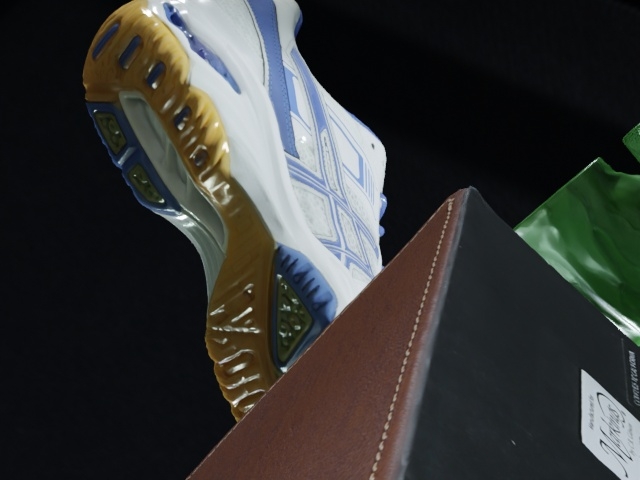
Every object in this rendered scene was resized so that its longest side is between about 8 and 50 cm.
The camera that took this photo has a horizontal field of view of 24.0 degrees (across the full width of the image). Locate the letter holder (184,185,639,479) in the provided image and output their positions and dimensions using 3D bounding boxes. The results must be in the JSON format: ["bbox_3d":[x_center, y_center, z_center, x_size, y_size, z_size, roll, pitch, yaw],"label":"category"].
[{"bbox_3d":[0.015,0.144,0.457,0.152,0.302,0.214,43,-72,-5],"label":"letter holder"}]

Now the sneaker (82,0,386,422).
[{"bbox_3d":[0.000,0.000,0.772,0.112,0.131,0.296,-24,-90,48],"label":"sneaker"}]

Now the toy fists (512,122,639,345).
[{"bbox_3d":[0.263,-0.020,1.091,0.142,0.279,0.096,50,-131,4],"label":"toy fists"}]
